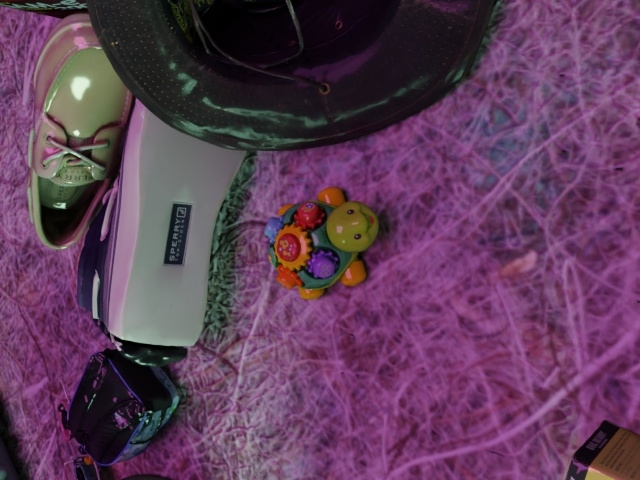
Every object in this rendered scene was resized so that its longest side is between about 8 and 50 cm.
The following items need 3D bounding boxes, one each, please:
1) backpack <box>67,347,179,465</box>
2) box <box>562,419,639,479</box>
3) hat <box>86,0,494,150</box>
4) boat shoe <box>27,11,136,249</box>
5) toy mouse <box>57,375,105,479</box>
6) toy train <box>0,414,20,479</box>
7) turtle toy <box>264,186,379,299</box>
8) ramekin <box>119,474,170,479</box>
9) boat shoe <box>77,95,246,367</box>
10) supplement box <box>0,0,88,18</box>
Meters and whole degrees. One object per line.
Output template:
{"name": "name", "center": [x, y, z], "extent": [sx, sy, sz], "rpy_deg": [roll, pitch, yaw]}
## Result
{"name": "backpack", "center": [-0.219, 0.186, 0.804], "extent": [0.105, 0.084, 0.114], "rpy_deg": [43, 112, 24]}
{"name": "box", "center": [0.275, 0.199, 0.457], "extent": [0.232, 0.087, 0.058], "rpy_deg": [20, 107, 31]}
{"name": "hat", "center": [-0.024, -0.228, 0.596], "extent": [0.331, 0.134, 0.331], "rpy_deg": [4, 131, 4]}
{"name": "boat shoe", "center": [-0.249, -0.099, 0.748], "extent": [0.302, 0.109, 0.098], "rpy_deg": [-50, 41, 46]}
{"name": "toy mouse", "center": [-0.292, 0.251, 0.886], "extent": [0.161, 0.031, 0.143], "rpy_deg": [61, 143, 23]}
{"name": "toy train", "center": [-0.497, 0.350, 0.987], "extent": [0.190, 0.142, 0.334], "rpy_deg": [-38, 72, 21]}
{"name": "turtle toy", "center": [0.000, 0.000, 0.647], "extent": [0.130, 0.066, 0.095], "rpy_deg": [-21, 81, 34]}
{"name": "ramekin", "center": [-0.221, 0.428, 0.782], "extent": [0.303, 0.148, 0.303], "rpy_deg": [3, 95, 35]}
{"name": "boat shoe", "center": [-0.173, -0.057, 0.738], "extent": [0.158, 0.127, 0.340], "rpy_deg": [17, 92, 50]}
{"name": "supplement box", "center": [-0.221, -0.249, 0.679], "extent": [0.130, 0.239, 0.073], "rpy_deg": [10, 99, 35]}
